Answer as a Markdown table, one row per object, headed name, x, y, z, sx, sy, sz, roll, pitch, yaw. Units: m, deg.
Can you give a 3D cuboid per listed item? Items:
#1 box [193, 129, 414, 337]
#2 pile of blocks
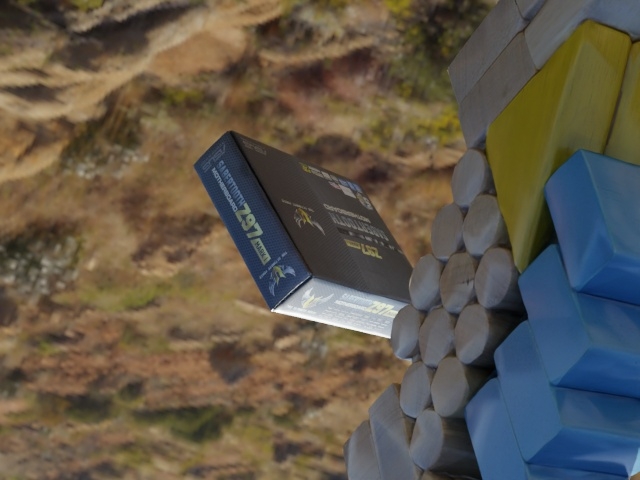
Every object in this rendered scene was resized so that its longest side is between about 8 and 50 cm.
| name | x | y | z | sx | sy | sz | roll | pitch | yaw |
| --- | --- | --- | --- | --- | --- | --- | --- | --- | --- |
| box | 0.000 | 0.000 | 1.197 | 0.059 | 0.183 | 0.232 | -42 | 148 | 21 |
| pile of blocks | 0.089 | 0.077 | 0.421 | 0.112 | 0.362 | 0.149 | 11 | -169 | -26 |
